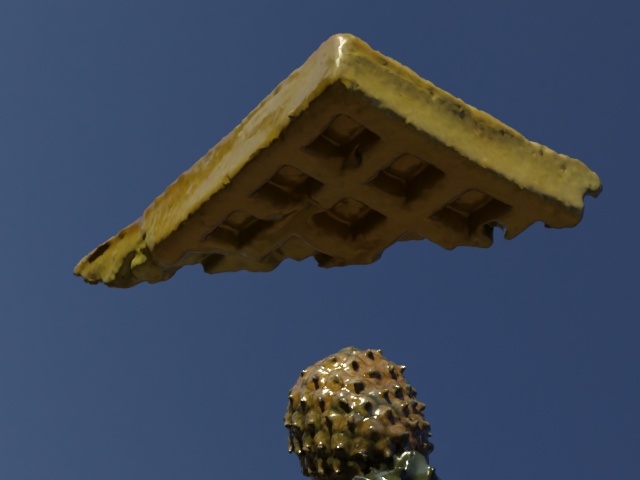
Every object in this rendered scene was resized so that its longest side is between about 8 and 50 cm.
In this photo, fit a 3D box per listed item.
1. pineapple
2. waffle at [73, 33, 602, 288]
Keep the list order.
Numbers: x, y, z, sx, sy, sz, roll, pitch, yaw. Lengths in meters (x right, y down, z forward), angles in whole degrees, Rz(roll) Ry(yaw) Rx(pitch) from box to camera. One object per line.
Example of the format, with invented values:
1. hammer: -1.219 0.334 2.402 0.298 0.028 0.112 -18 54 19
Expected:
1. pineapple: 0.055 0.184 1.425 0.251 0.125 0.125 -119 -155 -54
2. waffle: 0.000 0.000 0.737 0.125 0.032 0.191 25 -38 -22
